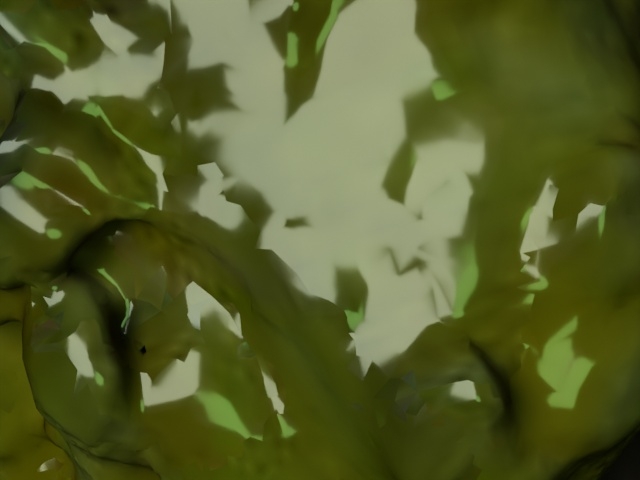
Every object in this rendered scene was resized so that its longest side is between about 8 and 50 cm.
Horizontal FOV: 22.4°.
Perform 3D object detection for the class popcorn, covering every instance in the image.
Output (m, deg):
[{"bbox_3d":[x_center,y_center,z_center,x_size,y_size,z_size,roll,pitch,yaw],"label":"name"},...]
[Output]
[{"bbox_3d":[0.000,0.000,0.449,0.233,0.192,0.266,1,107,22],"label":"popcorn"}]
